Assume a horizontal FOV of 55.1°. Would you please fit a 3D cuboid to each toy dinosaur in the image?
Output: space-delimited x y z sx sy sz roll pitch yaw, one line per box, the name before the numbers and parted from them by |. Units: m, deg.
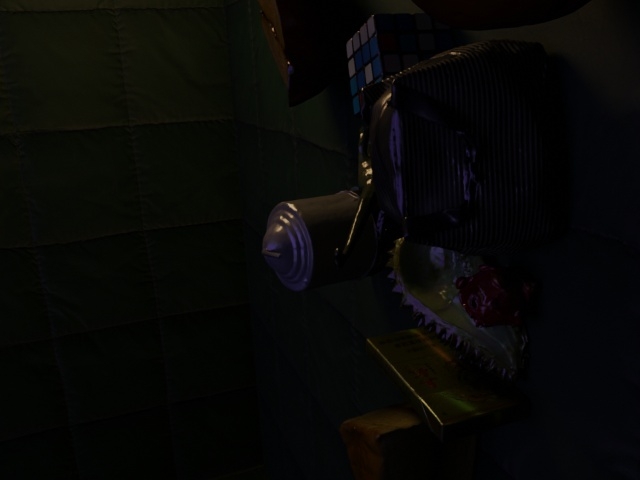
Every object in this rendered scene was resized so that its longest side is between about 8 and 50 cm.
toy dinosaur | 0.115 -0.068 1.158 0.447 0.087 0.301 26 -117 -66

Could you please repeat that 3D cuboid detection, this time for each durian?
durian | 0.262 0.094 1.150 0.198 0.163 0.394 -42 52 21

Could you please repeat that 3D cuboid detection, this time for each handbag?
handbag | 0.203 -0.133 0.954 0.247 0.240 0.341 -157 59 -74

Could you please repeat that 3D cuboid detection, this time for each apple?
apple | -0.078 -0.544 1.557 0.329 0.295 0.365 -53 39 29

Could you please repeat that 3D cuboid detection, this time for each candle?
candle | 0.000 0.000 1.434 0.221 0.342 0.221 22 117 54

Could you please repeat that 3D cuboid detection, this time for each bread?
bread | 0.212 0.515 1.240 0.245 0.233 0.362 155 102 -69

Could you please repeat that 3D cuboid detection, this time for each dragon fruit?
dragon fruit | 0.278 0.094 1.000 0.126 0.068 0.112 22 105 41

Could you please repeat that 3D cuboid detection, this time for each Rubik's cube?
Rubik's cube | 0.151 -0.325 1.152 0.154 0.155 0.151 171 92 -71

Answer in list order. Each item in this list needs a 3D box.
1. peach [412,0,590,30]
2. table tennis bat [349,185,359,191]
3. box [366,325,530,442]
peach | 0.210 -0.414 0.691 0.301 0.343 0.343 -57 -35 -72
table tennis bat | 0.105 -0.026 1.622 0.149 0.038 0.237 169 95 -69
box | 0.226 0.253 1.157 0.311 0.173 0.043 -136 40 -63
